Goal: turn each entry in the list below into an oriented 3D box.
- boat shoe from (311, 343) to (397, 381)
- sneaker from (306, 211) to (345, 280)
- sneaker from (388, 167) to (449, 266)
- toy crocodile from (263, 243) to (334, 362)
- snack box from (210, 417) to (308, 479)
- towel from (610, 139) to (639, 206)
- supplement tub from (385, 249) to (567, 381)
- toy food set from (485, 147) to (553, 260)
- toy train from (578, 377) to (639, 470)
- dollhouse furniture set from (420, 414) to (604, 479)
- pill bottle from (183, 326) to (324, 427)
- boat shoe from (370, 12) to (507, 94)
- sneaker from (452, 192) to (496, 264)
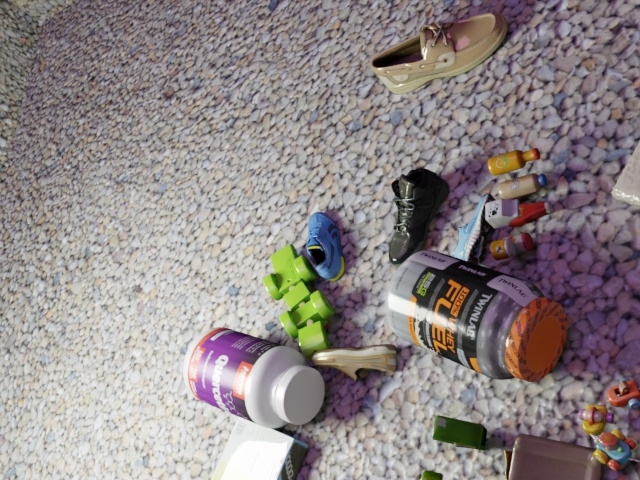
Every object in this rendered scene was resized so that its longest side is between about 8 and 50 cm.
[{"bbox_3d":[0.070,0.264,1.849,0.189,0.068,0.072,-9,77,24],"label":"boat shoe"},{"bbox_3d":[0.000,0.000,2.073,0.069,0.082,0.209,-35,46,22],"label":"sneaker"},{"bbox_3d":[0.189,-0.060,1.912,0.087,0.130,0.228,22,82,48],"label":"sneaker"},{"bbox_3d":[-0.044,0.137,2.022,0.115,0.105,0.341,-34,43,7],"label":"toy crocodile"},{"bbox_3d":[-0.166,0.561,1.890,0.187,0.060,0.322,12,73,45],"label":"snack box"},{"bbox_3d":[0.683,-0.173,1.611,0.187,0.049,0.282,28,86,48],"label":"towel"},{"bbox_3d":[0.293,0.144,1.650,0.316,0.193,0.194,19,78,45],"label":"supplement tub"},{"bbox_3d":[0.403,-0.065,1.739,0.104,0.111,0.232,-16,53,34],"label":"toy food set"},{"bbox_3d":[0.498,0.299,1.450,0.125,0.046,0.166,-20,39,16],"label":"toy train"},{"bbox_3d":[0.331,0.438,1.531,0.301,0.151,0.198,10,76,13],"label":"dollhouse furniture set"},{"bbox_3d":[-0.148,0.308,1.940,0.322,0.181,0.182,9,72,44],"label":"pill bottle"},{"bbox_3d":[0.281,-0.459,2.085,0.341,0.110,0.122,-23,52,29],"label":"boat shoe"},{"bbox_3d":[0.320,-0.028,1.827,0.073,0.063,0.162,12,74,48],"label":"sneaker"}]
